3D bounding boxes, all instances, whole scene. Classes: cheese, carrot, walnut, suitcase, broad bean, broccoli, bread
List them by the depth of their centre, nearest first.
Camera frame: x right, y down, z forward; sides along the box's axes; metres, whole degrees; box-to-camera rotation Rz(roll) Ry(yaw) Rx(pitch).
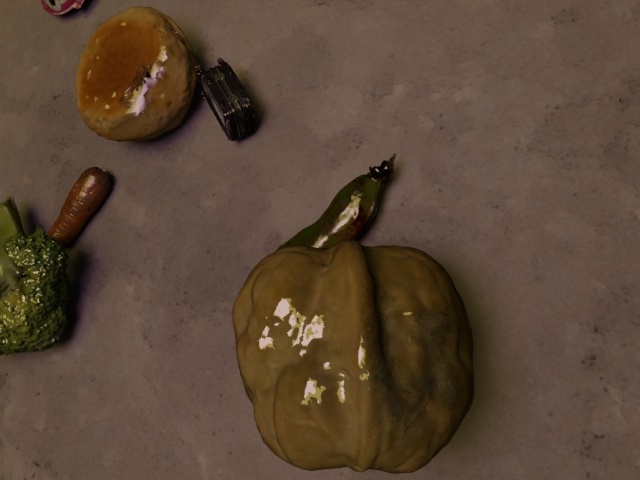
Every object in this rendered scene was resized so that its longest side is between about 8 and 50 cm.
[{"bbox_3d":[0.039,0.136,0.618,0.282,0.253,0.277,-12,69,22],"label":"walnut"},{"bbox_3d":[0.000,0.000,0.764,0.339,0.061,0.077,-42,61,9],"label":"broad bean"},{"bbox_3d":[-0.160,-0.238,0.858,0.059,0.086,0.126,-26,70,-12],"label":"suitcase"},{"bbox_3d":[-0.573,0.067,0.900,0.254,0.186,0.302,-4,97,33],"label":"broccoli"},{"bbox_3d":[-0.324,-0.292,0.913,0.244,0.134,0.244,-3,83,21],"label":"bread"},{"bbox_3d":[-0.470,-0.060,0.971,0.060,0.060,0.186,39,98,23],"label":"carrot"},{"bbox_3d":[-0.583,-0.588,1.109,0.244,0.062,0.155,44,100,23],"label":"cheese"}]
